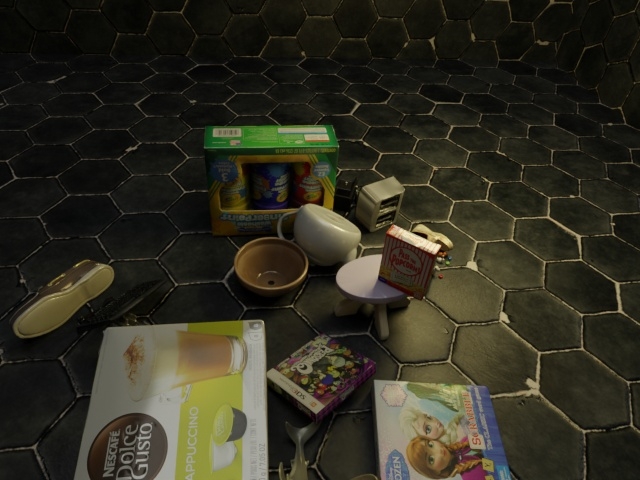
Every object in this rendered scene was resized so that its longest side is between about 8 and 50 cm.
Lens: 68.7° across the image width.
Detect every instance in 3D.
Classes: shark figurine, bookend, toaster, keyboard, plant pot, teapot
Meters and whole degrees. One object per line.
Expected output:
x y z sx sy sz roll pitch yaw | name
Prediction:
-0.033 0.549 1.073 0.116 0.166 0.278 -5 15 9 | shark figurine
0.062 -0.204 1.917 0.156 0.072 0.157 13 43 8 | bookend
0.222 -0.140 1.795 0.185 0.168 0.110 -21 50 -26 | toaster
-0.591 0.186 1.347 0.201 0.033 0.317 -19 11 11 | keyboard
-0.162 0.106 1.533 0.237 0.110 0.238 4 43 -3 | plant pot
0.000 0.000 1.619 0.252 0.187 0.256 21 17 -27 | teapot

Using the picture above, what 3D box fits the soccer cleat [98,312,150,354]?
-0.448 0.330 1.280 0.331 0.116 0.143 30 90 4 | soccer cleat

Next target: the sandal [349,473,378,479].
0.048 0.578 1.065 0.180 0.049 0.072 -14 42 2 | sandal

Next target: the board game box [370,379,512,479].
0.294 0.513 1.175 0.317 0.066 0.319 3 43 -2 | board game box

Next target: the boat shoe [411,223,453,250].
0.412 0.000 1.748 0.059 0.063 0.170 -31 45 -30 | boat shoe

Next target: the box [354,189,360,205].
0.185 -0.170 1.908 0.083 0.052 0.062 0 44 -7 | box

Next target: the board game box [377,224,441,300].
0.246 0.065 1.323 0.146 0.194 0.045 25 48 22 | board game box

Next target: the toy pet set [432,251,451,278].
0.409 0.057 1.678 0.114 0.065 0.122 22 45 17 | toy pet set

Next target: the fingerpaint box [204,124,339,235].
-0.176 -0.208 1.677 0.444 0.371 0.163 -2 41 -9 | fingerpaint box

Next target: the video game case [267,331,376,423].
-0.001 0.362 1.277 0.232 0.042 0.210 -29 36 -35 | video game case

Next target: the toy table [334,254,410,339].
0.178 0.164 1.470 0.274 0.161 0.252 2 44 -3 | toy table

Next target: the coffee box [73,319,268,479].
-0.280 0.404 0.999 0.334 0.338 0.338 -1 52 -7 | coffee box

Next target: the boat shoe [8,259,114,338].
-0.780 0.165 1.403 0.096 0.117 0.324 20 41 22 | boat shoe
